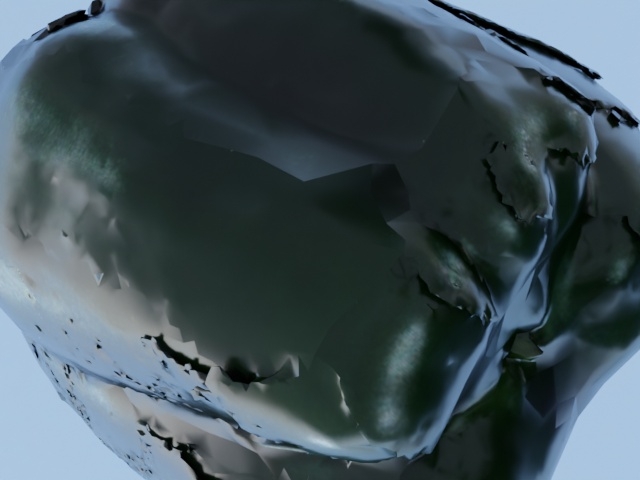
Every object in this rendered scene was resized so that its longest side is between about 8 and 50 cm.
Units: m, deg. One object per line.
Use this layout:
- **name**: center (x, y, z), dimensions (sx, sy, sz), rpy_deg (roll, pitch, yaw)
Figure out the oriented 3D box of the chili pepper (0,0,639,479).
- **chili pepper**: center (0.000, 0.000, 0.785), dimensions (0.233, 0.257, 0.248), rpy_deg (34, -94, -47)
